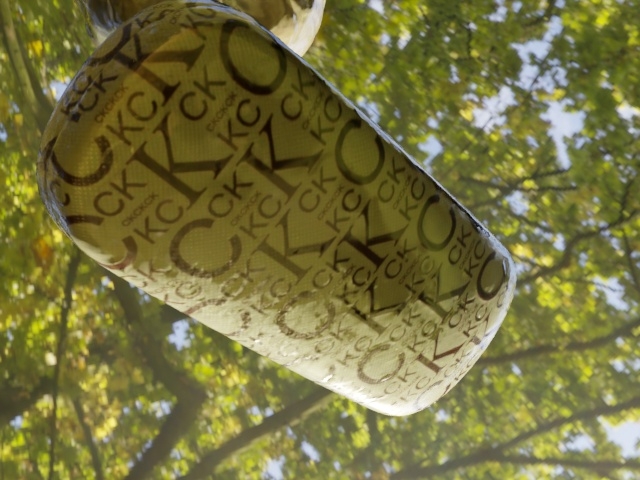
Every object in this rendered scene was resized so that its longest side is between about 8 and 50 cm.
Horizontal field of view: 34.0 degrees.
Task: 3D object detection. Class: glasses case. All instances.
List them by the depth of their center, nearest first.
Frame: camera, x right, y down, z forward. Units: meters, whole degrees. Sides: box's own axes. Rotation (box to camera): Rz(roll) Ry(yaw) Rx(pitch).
[{"bbox_3d":[0.000,0.000,0.577,0.137,0.085,0.354,-52,-41,3],"label":"glasses case"}]

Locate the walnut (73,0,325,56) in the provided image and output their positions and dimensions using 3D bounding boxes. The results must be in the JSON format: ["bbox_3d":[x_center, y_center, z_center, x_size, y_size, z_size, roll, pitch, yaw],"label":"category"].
[{"bbox_3d":[-0.098,-0.211,0.837,0.224,0.224,0.224,-8,-61,-16],"label":"walnut"}]
